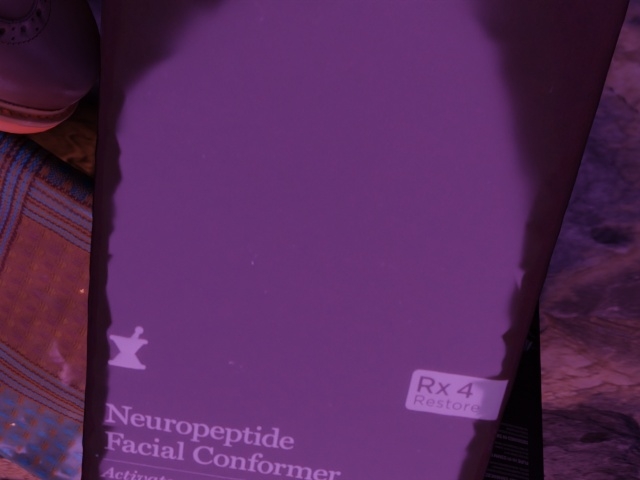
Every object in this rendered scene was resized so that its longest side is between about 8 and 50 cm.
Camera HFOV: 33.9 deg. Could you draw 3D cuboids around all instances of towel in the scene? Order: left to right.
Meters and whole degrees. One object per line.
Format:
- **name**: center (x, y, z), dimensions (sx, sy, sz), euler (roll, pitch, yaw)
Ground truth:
- **towel**: center (-0.202, 0.049, 0.682), dimensions (0.370, 0.040, 0.271), euler (31, 129, -2)

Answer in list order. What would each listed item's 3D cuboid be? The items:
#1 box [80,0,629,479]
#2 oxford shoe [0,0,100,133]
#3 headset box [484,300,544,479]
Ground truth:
- **box**: center (0.000, 0.000, 0.489), dimensions (0.191, 0.143, 0.381), euler (8, 119, -1)
- **oxford shoe**: center (-0.166, -0.171, 0.401), dimensions (0.133, 0.130, 0.363), euler (-12, 146, 16)
- **headset box**: center (0.046, 0.165, 0.773), dimensions (0.218, 0.293, 0.110), euler (16, 148, -16)
